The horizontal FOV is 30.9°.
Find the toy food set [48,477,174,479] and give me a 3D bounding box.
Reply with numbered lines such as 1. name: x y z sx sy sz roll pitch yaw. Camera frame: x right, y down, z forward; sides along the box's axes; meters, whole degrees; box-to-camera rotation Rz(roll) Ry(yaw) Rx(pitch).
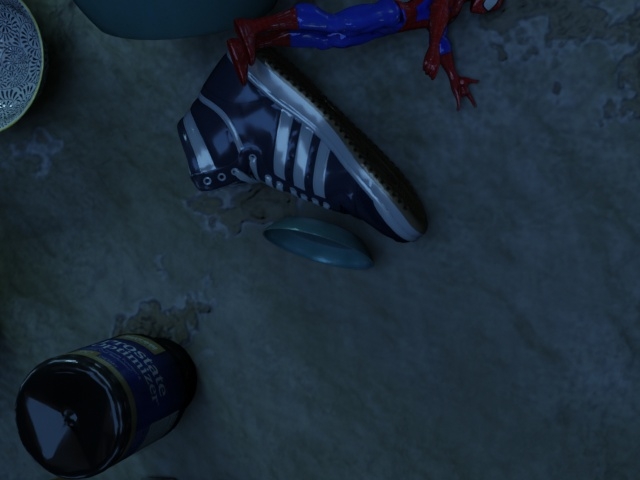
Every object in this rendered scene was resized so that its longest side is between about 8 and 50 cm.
1. toy food set: -0.216 0.336 1.284 0.232 0.111 0.104 -1 106 15

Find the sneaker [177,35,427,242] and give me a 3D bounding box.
1. sneaker: -0.028 -0.068 1.202 0.282 0.099 0.153 46 105 10

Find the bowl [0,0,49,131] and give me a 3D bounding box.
1. bowl: -0.367 -0.202 1.299 0.170 0.080 0.170 1 95 16

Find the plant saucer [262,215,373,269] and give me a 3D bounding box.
1. plant saucer: 0.000 0.000 1.194 0.119 0.119 0.021 13 77 15

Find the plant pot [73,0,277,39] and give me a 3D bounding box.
1. plant pot: -0.146 -0.331 1.127 0.293 0.293 0.235 2 116 16

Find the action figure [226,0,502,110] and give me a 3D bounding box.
1. action figure: 0.065 -0.181 1.133 0.280 0.091 0.139 -19 85 -14

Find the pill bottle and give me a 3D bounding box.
1. pill bottle: -0.213 0.163 1.209 0.122 0.219 0.123 1 95 16
